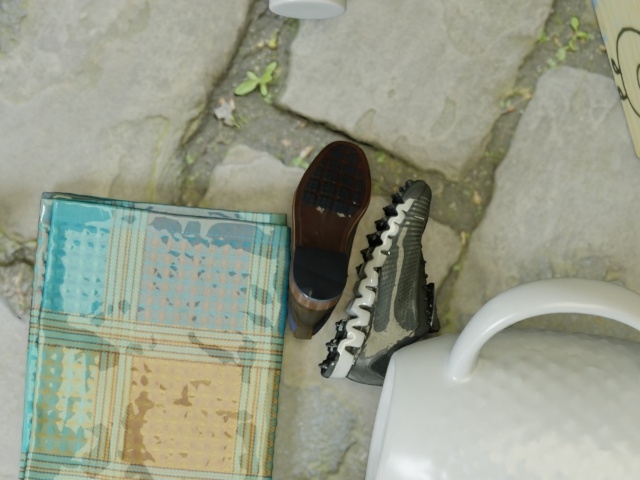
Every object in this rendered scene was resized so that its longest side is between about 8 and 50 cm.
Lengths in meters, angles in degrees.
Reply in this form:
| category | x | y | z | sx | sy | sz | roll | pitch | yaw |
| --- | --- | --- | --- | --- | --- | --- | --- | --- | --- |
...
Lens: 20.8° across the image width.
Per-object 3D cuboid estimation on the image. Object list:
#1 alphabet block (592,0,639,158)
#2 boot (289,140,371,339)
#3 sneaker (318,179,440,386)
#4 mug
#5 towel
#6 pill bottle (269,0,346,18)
| category | x | y | z | sx | sy | sz | roll | pitch | yaw |
| --- | --- | --- | --- | --- | --- | --- | --- | --- | --- |
| alphabet block | 0.429 | -0.216 | 1.882 | 0.193 | 0.192 | 0.197 | -15 | 85 | -7 |
| boot | 0.000 | 0.000 | 1.866 | 0.082 | 0.106 | 0.219 | 16 | 54 | -2 |
| sneaker | 0.087 | 0.053 | 1.865 | 0.106 | 0.078 | 0.234 | 22 | 85 | -8 |
| mug | 0.227 | 0.186 | 1.733 | 0.328 | 0.374 | 0.276 | 11 | 40 | -1 |
| towel | -0.175 | 0.140 | 1.837 | 0.271 | 0.040 | 0.370 | 5 | 83 | -6 |
| pill bottle | -0.011 | -0.352 | 1.872 | 0.117 | 0.117 | 0.215 | 2 | 84 | -7 |
